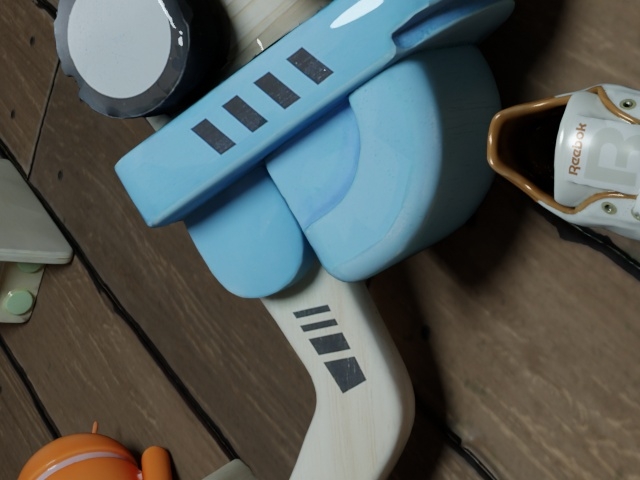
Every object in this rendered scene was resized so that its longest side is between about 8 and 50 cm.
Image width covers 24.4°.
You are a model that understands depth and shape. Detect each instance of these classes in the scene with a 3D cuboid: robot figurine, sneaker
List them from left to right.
[{"bbox_3d":[-0.210,0.270,1.388,0.219,0.128,0.158,57,133,41],"label":"robot figurine"},{"bbox_3d":[0.204,-0.029,0.820,0.290,0.123,0.106,12,95,54],"label":"sneaker"}]

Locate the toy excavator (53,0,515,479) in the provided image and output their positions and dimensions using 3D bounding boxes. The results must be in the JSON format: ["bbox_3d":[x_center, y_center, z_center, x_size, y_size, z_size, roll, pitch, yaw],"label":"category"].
[{"bbox_3d":[0.000,0.000,1.027,0.433,0.222,0.445,-34,83,25],"label":"toy excavator"}]

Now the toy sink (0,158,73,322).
[{"bbox_3d":[-0.399,0.009,1.668,0.234,0.152,0.131,45,122,47],"label":"toy sink"}]
